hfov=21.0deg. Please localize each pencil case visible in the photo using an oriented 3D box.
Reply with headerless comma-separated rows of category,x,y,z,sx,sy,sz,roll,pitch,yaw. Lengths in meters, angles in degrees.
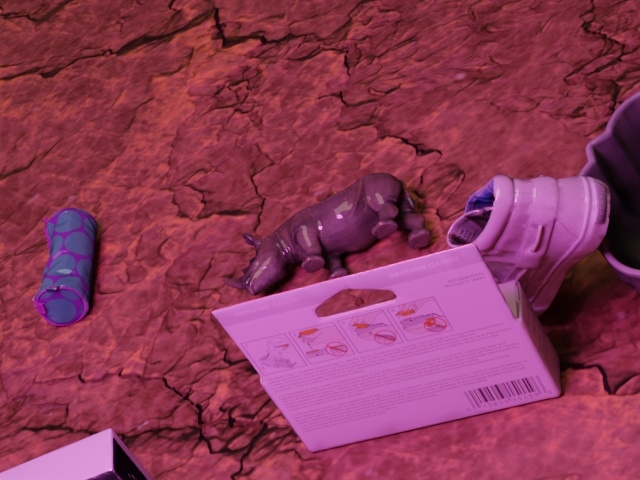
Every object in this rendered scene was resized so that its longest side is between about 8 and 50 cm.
pencil case,-0.314,0.030,2.132,0.070,0.064,0.152,1,43,0

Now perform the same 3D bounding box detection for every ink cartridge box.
ink cartridge box,-0.318,0.315,1.755,0.332,0.165,0.065,-23,41,12
ink cartridge box,0.066,0.093,1.680,0.275,0.239,0.060,-15,42,19

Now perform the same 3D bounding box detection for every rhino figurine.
rhino figurine,0.000,0.000,1.955,0.243,0.073,0.106,-24,43,11

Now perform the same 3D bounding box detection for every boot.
boot,0.181,0.001,1.686,0.123,0.258,0.095,8,63,-10

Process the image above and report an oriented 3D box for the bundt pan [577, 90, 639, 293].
bundt pan,0.421,-0.040,1.682,0.331,0.124,0.331,-17,41,16
